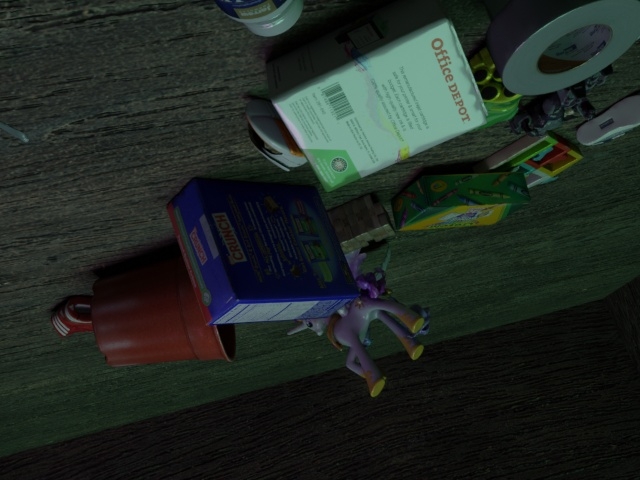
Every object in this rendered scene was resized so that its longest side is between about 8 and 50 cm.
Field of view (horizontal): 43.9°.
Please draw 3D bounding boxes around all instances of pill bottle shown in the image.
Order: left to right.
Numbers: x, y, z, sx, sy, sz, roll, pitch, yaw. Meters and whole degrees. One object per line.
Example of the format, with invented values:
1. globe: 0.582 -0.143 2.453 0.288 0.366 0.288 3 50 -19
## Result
1. pill bottle: -0.086 -0.320 0.922 0.112 0.111 0.187 -23 160 10

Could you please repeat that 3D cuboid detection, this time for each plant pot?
1. plant pot: -0.346 0.158 1.754 0.265 0.272 0.272 -11 160 2

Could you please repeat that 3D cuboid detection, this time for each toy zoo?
1. toy zoo: 0.514 -0.186 1.924 0.192 0.030 0.293 -31 157 30

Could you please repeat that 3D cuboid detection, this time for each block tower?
1. block tower: 0.000 0.000 1.863 0.336 0.090 0.097 -22 159 10

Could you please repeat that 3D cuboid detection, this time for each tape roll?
1. tape roll: 0.358 -0.306 1.165 0.219 0.072 0.219 -15 158 -6

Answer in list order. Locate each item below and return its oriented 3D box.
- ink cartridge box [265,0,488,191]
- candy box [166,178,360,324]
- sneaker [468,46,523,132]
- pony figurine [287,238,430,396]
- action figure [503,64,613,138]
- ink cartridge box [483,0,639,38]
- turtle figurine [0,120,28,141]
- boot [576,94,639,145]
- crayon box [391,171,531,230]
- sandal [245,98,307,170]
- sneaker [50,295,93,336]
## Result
1. ink cartridge box: 0.086 -0.225 1.210 0.278 0.117 0.201 -23 131 12
2. candy box: -0.110 0.022 1.564 0.317 0.268 0.122 3 147 -44
3. sneaker: 0.310 -0.273 1.415 0.124 0.109 0.295 -13 172 -30
4. pony figurine: 0.103 0.167 2.012 0.303 0.363 0.350 27 96 -54
5. action figure: 0.473 -0.268 1.583 0.185 0.099 0.285 -24 165 -12
6. ink cartridge box: 0.482 -0.427 1.183 0.308 0.091 0.385 0 155 -40
7. turtle figurine: -0.517 -0.122 0.944 0.197 0.275 0.266 -54 154 -4
8. boot: 0.685 -0.274 1.815 0.190 0.069 0.086 -24 168 36
9. crayon box: 0.328 -0.092 1.868 0.279 0.081 0.165 -4 164 -22
10. sandal: -0.056 -0.163 1.373 0.076 0.101 0.265 -32 159 24
11. sneaker: -0.543 0.188 1.909 0.128 0.086 0.221 -22 149 34
